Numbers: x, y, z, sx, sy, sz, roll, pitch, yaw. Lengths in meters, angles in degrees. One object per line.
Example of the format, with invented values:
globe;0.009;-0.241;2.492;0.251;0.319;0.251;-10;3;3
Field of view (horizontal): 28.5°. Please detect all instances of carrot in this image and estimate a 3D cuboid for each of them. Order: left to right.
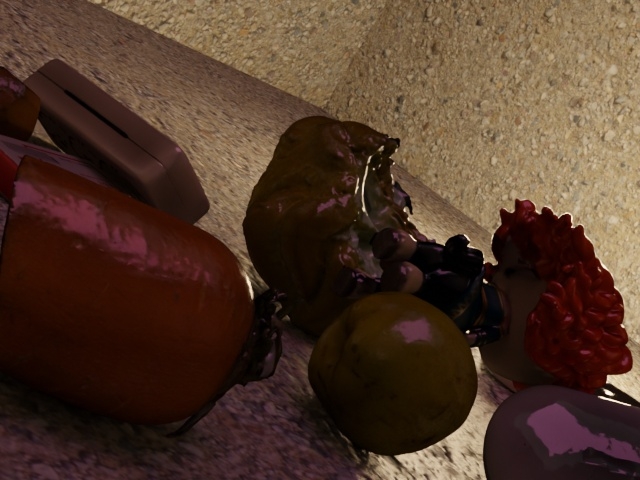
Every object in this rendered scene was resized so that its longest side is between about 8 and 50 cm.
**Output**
carrot;-0.521;-0.211;1.663;0.302;0.114;0.114;20;16;-33
carrot;-0.173;0.070;1.159;0.331;0.214;0.193;21;44;-28

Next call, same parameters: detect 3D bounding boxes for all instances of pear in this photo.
pear;0.090;0.159;1.488;0.200;0.200;0.200;30;11;-7

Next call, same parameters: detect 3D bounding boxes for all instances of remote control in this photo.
remote control;0.356;0.298;1.584;0.332;0.103;0.221;18;53;-15

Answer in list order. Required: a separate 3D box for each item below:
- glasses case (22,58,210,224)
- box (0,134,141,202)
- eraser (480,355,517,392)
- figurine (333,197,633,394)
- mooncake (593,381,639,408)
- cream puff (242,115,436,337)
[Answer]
glasses case;-0.301;-0.137;1.825;0.336;0.076;0.144;35;-21;37
box;-0.354;-0.080;1.682;0.123;0.050;0.229;39;13;32
eraser;0.383;0.212;2.284;0.174;0.095;0.270;33;12;7
figurine;0.216;0.100;1.677;0.412;0.306;0.241;-6;33;-12
mooncake;0.447;0.322;1.822;0.306;0.154;0.306;31;12;-7
cream puff;-0.006;-0.006;1.844;0.274;0.270;0.323;-7;-70;55
